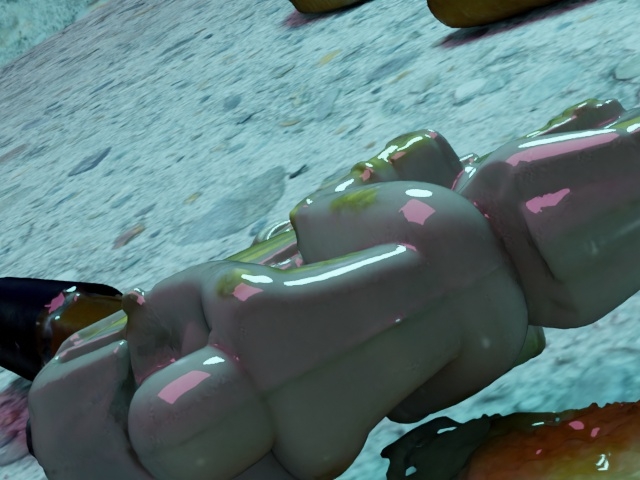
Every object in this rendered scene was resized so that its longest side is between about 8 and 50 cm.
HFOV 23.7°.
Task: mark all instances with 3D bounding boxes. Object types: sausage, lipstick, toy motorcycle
[{"bbox_3d":[0.170,-0.233,1.297,0.197,0.076,0.076,-14,23,40],"label":"sausage"},{"bbox_3d":[-0.119,0.066,0.914,0.077,0.077,0.418,-37,20,-23],"label":"lipstick"},{"bbox_3d":[0.005,0.032,0.607,0.341,0.108,0.223,-26,3,14],"label":"toy motorcycle"}]

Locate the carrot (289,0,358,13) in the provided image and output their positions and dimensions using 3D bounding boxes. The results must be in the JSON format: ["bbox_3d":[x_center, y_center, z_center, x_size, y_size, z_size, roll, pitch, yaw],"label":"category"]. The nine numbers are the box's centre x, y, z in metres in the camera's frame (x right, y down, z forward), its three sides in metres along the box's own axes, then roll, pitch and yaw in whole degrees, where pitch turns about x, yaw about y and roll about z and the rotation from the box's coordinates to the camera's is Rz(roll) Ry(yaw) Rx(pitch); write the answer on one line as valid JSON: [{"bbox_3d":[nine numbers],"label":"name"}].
[{"bbox_3d":[0.081,-0.363,1.762,0.307,0.100,0.258,-23,15,24],"label":"carrot"}]

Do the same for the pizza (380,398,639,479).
[{"bbox_3d":[0.062,0.151,0.350,0.392,0.080,0.435,-31,13,-38],"label":"pizza"}]

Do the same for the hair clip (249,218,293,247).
[{"bbox_3d":[0.000,0.000,0.924,0.034,0.072,0.226,-36,18,-30],"label":"hair clip"}]
